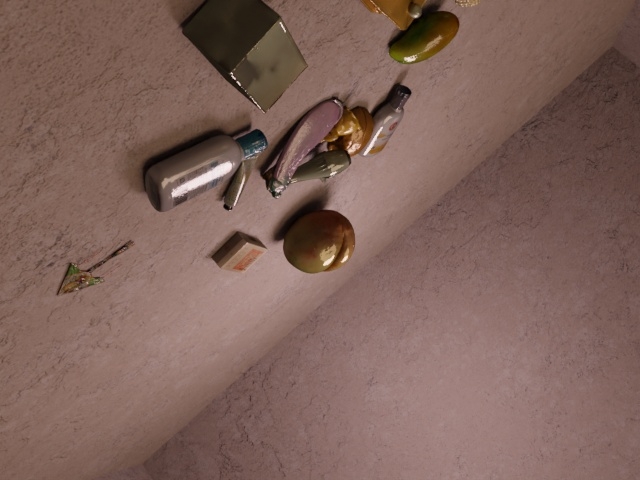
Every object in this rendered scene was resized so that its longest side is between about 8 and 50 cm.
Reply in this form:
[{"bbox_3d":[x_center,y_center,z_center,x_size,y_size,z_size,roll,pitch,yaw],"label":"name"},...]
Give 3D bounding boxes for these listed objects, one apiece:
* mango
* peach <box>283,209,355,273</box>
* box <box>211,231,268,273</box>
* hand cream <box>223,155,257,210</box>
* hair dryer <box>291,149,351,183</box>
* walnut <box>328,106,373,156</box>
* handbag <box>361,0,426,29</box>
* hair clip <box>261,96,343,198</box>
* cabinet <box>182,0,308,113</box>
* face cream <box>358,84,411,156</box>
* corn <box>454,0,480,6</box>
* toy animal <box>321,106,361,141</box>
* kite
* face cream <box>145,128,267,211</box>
[{"bbox_3d":[0.312,-0.606,1.755,0.233,0.111,0.125,-27,149,-6],"label":"mango"},{"bbox_3d":[-0.001,0.000,2.336,0.292,0.247,0.292,-19,142,-16],"label":"peach"},{"bbox_3d":[-0.289,0.047,2.128,0.141,0.058,0.201,-43,164,5],"label":"box"},{"bbox_3d":[-0.240,-0.169,1.738,0.067,0.042,0.194,-18,147,-50],"label":"hand cream"},{"bbox_3d":[-0.037,-0.219,2.004,0.229,0.092,0.267,-17,171,-25],"label":"hair dryer"},{"bbox_3d":[0.116,-0.348,1.989,0.167,0.087,0.211,-30,159,-38],"label":"walnut"},{"bbox_3d":[0.246,-0.702,1.364,0.401,0.133,0.283,-47,157,17],"label":"handbag"},{"bbox_3d":[-0.059,-0.291,1.786,0.358,0.110,0.095,-49,-158,10],"label":"hair clip"},{"bbox_3d":[-0.147,-0.391,1.204,0.145,0.150,0.206,-48,163,2],"label":"cabinet"},{"bbox_3d":[0.232,-0.421,2.087,0.144,0.071,0.291,-25,156,-43],"label":"face cream"},{"bbox_3d":[0.339,-0.621,1.385,0.087,0.087,0.211,-41,155,-2],"label":"corn"},{"bbox_3d":[0.046,-0.346,1.867,0.159,0.070,0.083,-33,126,2],"label":"toy animal"},{"bbox_3d":[-0.609,0.073,1.586,0.244,0.006,0.198,-38,162,-11],"label":"kite"},{"bbox_3d":[-0.284,-0.195,1.506,0.337,0.080,0.163,-33,160,-27],"label":"face cream"}]
